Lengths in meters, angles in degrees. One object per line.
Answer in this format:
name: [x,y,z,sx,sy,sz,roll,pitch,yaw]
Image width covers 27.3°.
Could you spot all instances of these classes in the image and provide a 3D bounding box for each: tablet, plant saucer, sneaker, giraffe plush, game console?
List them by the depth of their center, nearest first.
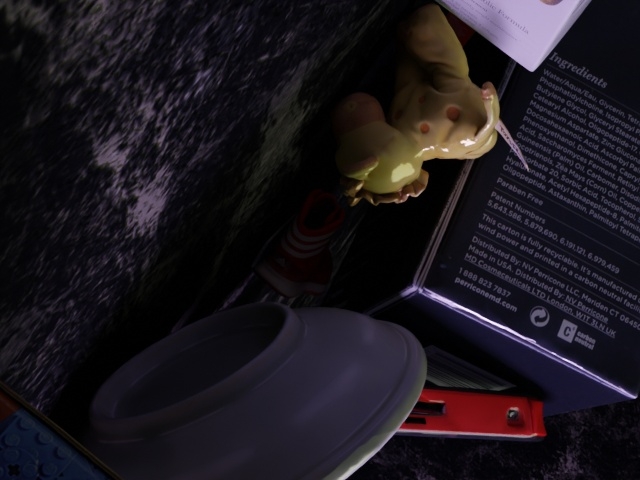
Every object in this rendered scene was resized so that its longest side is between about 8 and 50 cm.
plant saucer: [-0.101,0.151,1.228,0.400,0.101,0.400,-24,-165,7]
giraffe plush: [0.085,-0.110,1.335,0.170,0.210,0.181,-28,142,-1]
game console: [0.034,0.199,1.537,0.342,0.386,0.060,-8,-104,49]
tablet: [-0.058,-0.002,1.659,0.054,0.006,0.083,-56,175,39]
sneaker: [0.000,0.000,1.676,0.128,0.087,0.221,-52,177,14]

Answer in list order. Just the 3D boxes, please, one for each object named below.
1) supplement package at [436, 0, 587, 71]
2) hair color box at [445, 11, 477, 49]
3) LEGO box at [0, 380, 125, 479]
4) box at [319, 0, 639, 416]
supplement package: [0.212,-0.293,1.209,0.134,0.139,0.244,-50,173,-22]
hair color box: [0.183,-0.277,1.653,0.141,0.043,0.072,-55,175,29]
LEGO box: [-0.278,0.313,0.721,0.372,0.193,0.500,-49,175,-28]
box: [0.252,-0.042,1.682,0.472,0.297,0.480,-66,-171,-17]
